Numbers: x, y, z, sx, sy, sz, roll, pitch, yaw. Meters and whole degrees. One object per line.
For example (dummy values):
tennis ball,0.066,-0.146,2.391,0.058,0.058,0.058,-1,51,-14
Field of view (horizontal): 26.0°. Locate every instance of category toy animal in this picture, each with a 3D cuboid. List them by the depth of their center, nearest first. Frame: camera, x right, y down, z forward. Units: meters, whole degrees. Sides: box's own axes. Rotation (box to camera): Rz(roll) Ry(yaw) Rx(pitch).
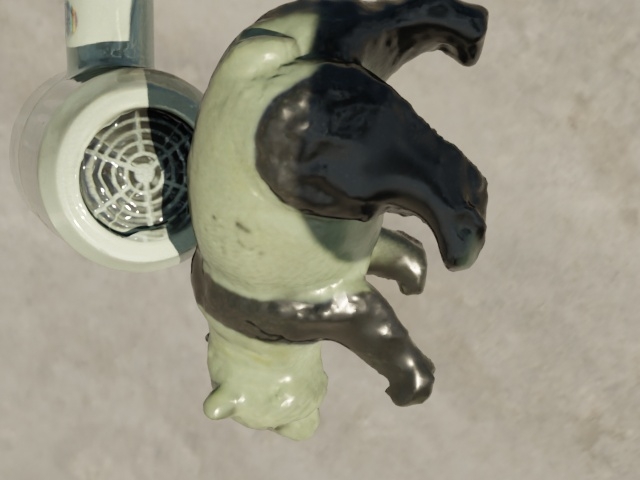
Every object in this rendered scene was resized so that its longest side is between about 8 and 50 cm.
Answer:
toy animal,0.000,0.000,0.606,0.121,0.225,0.094,3,43,-7

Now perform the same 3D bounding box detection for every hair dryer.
hair dryer,-0.116,-0.168,0.753,0.107,0.173,0.357,-4,98,-19
